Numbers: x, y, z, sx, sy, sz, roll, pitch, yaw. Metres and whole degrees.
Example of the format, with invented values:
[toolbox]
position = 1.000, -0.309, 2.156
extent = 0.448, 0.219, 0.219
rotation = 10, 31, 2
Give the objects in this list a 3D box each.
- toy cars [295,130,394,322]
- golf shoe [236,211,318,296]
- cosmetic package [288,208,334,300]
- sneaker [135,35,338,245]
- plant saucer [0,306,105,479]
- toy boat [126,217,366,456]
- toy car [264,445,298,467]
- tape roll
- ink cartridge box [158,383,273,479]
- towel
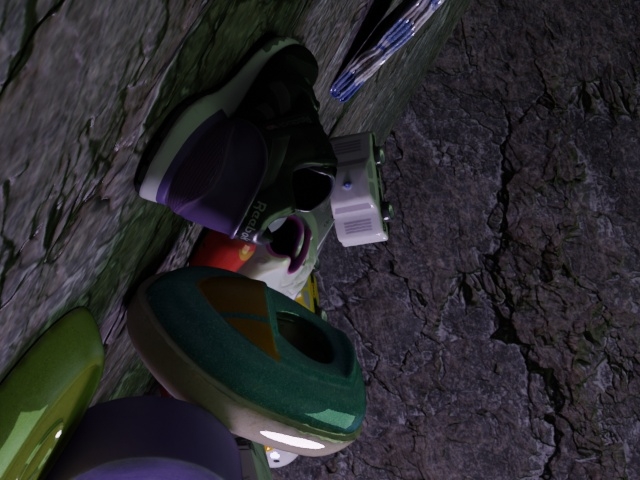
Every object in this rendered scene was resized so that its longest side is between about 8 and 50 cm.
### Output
[toy cars]
position = 0.000, 0.000, 1.991
extent = 0.394, 0.176, 0.087
rotation = -59, 161, 8
[golf shoe]
position = -0.048, 0.008, 1.571
extent = 0.140, 0.115, 0.306
rotation = -47, -176, 28
[cosmetic package]
position = -0.054, 0.013, 1.838
extent = 0.060, 0.099, 0.239
rotation = -59, 178, -27
[sneaker]
position = -0.039, -0.074, 0.999
extent = 0.107, 0.124, 0.283
rotation = -60, 177, 32
[plant saucer]
position = -0.238, 0.164, 0.966
extent = 0.241, 0.037, 0.241
rotation = -58, 176, -6
[toy boat]
position = -0.070, 0.062, 1.234
extent = 0.148, 0.267, 0.318
rotation = -50, -149, 23
[toy car]
position = -0.115, 0.334, 2.072
extent = 0.210, 0.238, 0.219
rotation = -34, 132, -81
[tape roll]
position = -0.163, 0.237, 1.106
extent = 0.189, 0.189, 0.080
rotation = -60, -156, 27
[ink cartridge box]
position = -0.131, 0.341, 1.716
extent = 0.197, 0.114, 0.273
rotation = 73, -3, -45
[towel]
position = 0.122, -0.314, 1.609
extent = 0.285, 0.034, 0.209
rotation = -40, -166, 54
